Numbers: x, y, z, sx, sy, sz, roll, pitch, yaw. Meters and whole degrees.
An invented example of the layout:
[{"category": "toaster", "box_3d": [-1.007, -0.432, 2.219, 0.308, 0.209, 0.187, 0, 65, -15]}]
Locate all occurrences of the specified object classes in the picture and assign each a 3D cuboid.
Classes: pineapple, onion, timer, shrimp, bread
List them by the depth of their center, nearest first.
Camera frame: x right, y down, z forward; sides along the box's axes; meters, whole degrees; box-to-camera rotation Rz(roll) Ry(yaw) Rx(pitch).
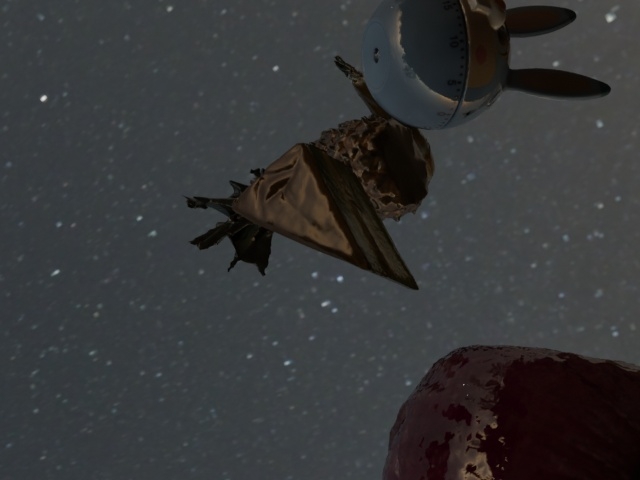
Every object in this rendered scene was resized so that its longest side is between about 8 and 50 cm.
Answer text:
[{"category": "onion", "box_3d": [0.085, 0.149, 0.713, 0.111, 0.250, 0.247, 38, -104, -6]}, {"category": "bread", "box_3d": [0.002, 0.004, 0.904, 0.074, 0.084, 0.139, 23, -148, -51]}, {"category": "timer", "box_3d": [0.169, -0.207, 1.210, 0.256, 0.175, 0.175, -15, -102, 1]}, {"category": "pineapple", "box_3d": [-0.024, -0.057, 1.626, 0.165, 0.365, 0.165, 30, -131, -43]}, {"category": "shrimp", "box_3d": [0.085, -0.140, 1.696, 0.185, 0.287, 0.068, 31, -108, 12]}]
